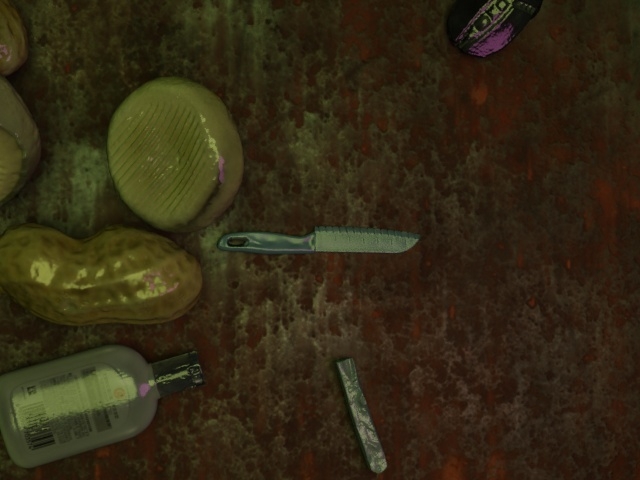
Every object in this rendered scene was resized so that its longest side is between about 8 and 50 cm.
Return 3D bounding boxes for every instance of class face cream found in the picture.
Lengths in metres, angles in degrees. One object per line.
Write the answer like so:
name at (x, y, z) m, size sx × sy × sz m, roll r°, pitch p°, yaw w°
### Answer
face cream at (-0.311, 0.221, 1.459) m, size 0.291 × 0.071 × 0.144 m, roll -17°, pitch 93°, yaw -8°

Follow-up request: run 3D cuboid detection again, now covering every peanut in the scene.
peanut at (-0.319, 0.048, 1.436) m, size 0.305 × 0.147 × 0.147 m, roll -1°, pitch 89°, yaw -4°
peanut at (-0.498, -0.319, 1.414) m, size 0.129 × 0.129 × 0.224 m, roll -33°, pitch 92°, yaw -8°

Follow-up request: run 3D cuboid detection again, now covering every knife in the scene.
knife at (0.000, 0.000, 1.539) m, size 0.313 × 0.019 × 0.044 m, roll 1°, pitch 86°, yaw -10°

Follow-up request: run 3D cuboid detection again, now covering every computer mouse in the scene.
computer mouse at (0.279, -0.364, 1.561) m, size 0.106 × 0.062 × 0.192 m, roll 45°, pitch 82°, yaw -5°

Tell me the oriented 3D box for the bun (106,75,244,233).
bun at (-0.199, -0.124, 1.462) m, size 0.222 × 0.127 × 0.222 m, roll 4°, pitch 104°, yaw 18°

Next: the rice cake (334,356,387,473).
rice cake at (0.061, 0.262, 1.528) m, size 0.030 × 0.042 × 0.180 m, roll -19°, pitch 93°, yaw -11°

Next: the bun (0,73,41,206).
bun at (-0.525, -0.153, 1.368) m, size 0.287 × 0.287 × 0.146 m, roll 1°, pitch 49°, yaw -8°
